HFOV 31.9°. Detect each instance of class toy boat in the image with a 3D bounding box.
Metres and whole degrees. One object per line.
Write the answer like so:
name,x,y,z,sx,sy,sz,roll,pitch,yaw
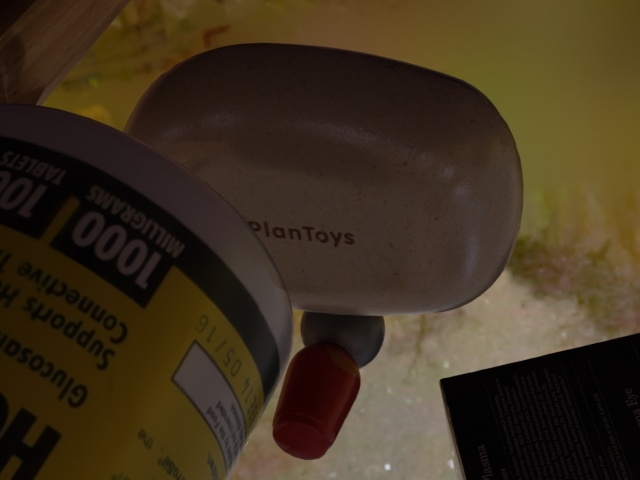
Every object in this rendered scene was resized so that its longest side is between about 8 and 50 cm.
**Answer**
toy boat,0.000,0.000,0.762,0.267,0.318,0.148,10,-138,14

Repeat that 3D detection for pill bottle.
pill bottle,-0.156,0.122,0.412,0.188,0.188,0.334,-8,-138,40

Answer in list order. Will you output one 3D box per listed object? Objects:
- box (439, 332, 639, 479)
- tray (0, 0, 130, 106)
box,0.307,0.266,1.180,0.312,0.179,0.343,-14,141,1
tray,-0.211,-0.240,0.814,0.202,0.076,0.411,13,-134,14
